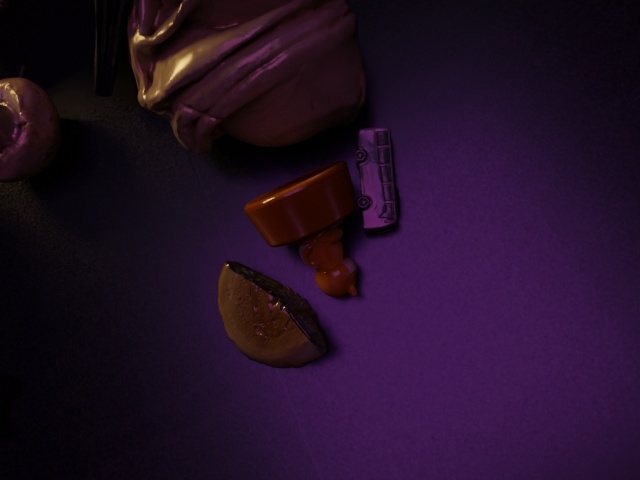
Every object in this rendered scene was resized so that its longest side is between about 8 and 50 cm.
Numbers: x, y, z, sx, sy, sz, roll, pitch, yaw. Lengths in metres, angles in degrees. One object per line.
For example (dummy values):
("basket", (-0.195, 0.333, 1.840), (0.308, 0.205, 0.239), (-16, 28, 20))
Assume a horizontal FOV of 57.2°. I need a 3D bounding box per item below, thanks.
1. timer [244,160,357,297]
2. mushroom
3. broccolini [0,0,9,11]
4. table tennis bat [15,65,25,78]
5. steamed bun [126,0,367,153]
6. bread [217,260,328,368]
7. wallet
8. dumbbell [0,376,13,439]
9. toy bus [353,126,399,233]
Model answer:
("timer", (0.000, 0.000, 0.696), (0.132, 0.132, 0.152), (-24, 100, 7))
("mushroom", (-0.427, -0.150, 0.803), (0.148, 0.112, 0.147), (-1, 87, 17))
("broccolini", (-0.614, -0.366, 0.915), (0.272, 0.062, 0.123), (9, 88, 12))
("table tennis bat", (-0.455, -0.220, 0.875), (0.050, 0.007, 0.083), (7, 83, 13))
("steamed bun", (-0.103, -0.238, 0.703), (0.276, 0.203, 0.289), (-35, 76, 6))
("bread", (-0.061, 0.099, 0.694), (0.157, 0.083, 0.094), (26, 88, 17))
("wallet", (-0.263, -0.309, 0.746), (0.036, 0.222, 0.167), (5, 66, -20))
("dumbbell", (-0.431, 0.222, 0.772), (0.036, 0.040, 0.083), (-5, 76, 43))
("toy bus", (0.069, -0.074, 0.724), (0.052, 0.037, 0.130), (-4, 77, 6))
